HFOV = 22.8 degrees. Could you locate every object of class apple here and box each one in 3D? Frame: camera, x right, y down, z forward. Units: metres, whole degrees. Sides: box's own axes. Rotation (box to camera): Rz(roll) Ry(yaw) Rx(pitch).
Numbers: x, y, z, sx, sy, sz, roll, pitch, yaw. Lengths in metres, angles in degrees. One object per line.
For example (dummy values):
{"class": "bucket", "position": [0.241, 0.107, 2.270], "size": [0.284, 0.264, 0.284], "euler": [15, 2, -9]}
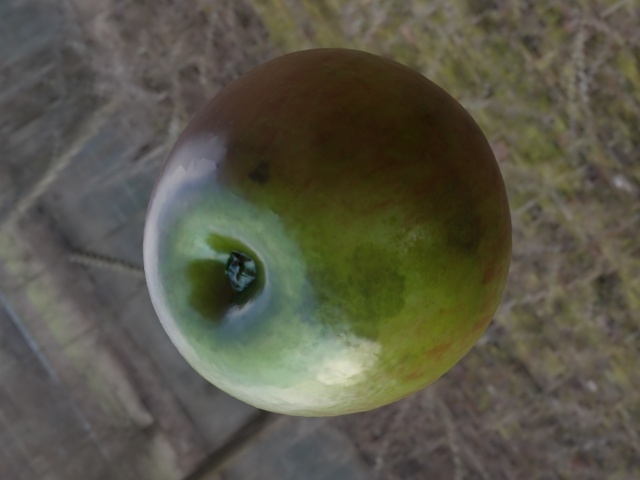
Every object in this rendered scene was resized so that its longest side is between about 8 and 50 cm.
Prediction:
{"class": "apple", "position": [0.000, 0.000, 1.434], "size": [0.340, 0.339, 0.339], "euler": [54, 171, 13]}
